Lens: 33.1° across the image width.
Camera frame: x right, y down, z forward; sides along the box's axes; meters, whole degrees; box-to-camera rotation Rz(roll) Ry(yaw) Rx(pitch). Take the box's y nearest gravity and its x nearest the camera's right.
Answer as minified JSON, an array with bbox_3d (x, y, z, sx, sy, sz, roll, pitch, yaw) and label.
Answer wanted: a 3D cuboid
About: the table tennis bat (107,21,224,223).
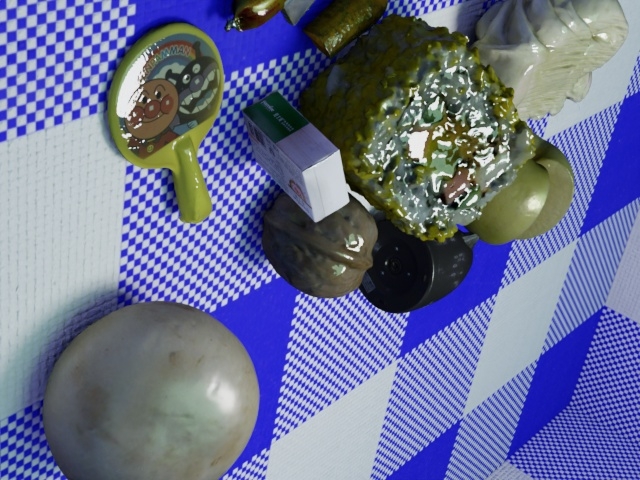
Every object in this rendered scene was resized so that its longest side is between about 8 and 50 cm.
[{"bbox_3d":[-0.226,-0.169,1.689,0.224,0.054,0.368,-39,141,-31],"label":"table tennis bat"}]

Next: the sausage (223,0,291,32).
[{"bbox_3d":[-0.026,-0.447,1.723,0.371,0.082,0.082,-47,148,-20],"label":"sausage"}]

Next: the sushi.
[{"bbox_3d":[0.192,-0.210,1.983,0.351,0.240,0.396,-48,129,-2],"label":"sushi"}]

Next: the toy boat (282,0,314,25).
[{"bbox_3d":[-0.025,-0.421,1.807,0.115,0.016,0.063,-53,150,-11],"label":"toy boat"}]

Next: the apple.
[{"bbox_3d":[0.445,-0.124,2.531,0.292,0.292,0.254,-21,156,-48],"label":"apple"}]

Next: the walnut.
[{"bbox_3d":[0.000,0.000,2.019,0.224,0.224,0.224,-37,144,-34],"label":"walnut"}]

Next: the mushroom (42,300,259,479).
[{"bbox_3d":[-0.289,0.267,1.811,0.362,0.294,0.362,-9,114,-22],"label":"mushroom"}]

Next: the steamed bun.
[{"bbox_3d":[0.462,-0.424,2.318,0.339,0.247,0.352,-19,143,-28],"label":"steamed bun"}]

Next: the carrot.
[{"bbox_3d":[0.044,-0.386,1.882,0.173,0.082,0.082,-42,146,-21],"label":"carrot"}]

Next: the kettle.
[{"bbox_3d":[0.214,0.054,2.444,0.268,0.207,0.290,-33,168,34],"label":"kettle"}]

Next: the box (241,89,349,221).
[{"bbox_3d":[-0.043,-0.144,1.837,0.081,0.199,0.135,-31,143,-14],"label":"box"}]
